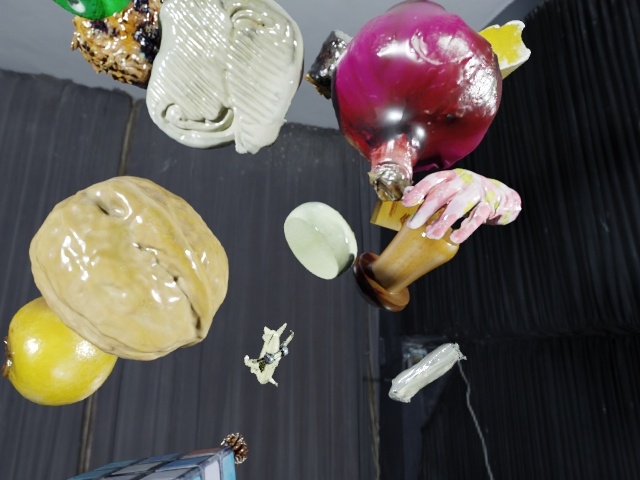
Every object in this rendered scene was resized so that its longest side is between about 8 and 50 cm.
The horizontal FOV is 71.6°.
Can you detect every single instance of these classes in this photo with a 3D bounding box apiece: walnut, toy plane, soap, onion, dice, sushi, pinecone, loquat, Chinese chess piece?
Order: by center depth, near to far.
[{"bbox_3d":[-0.244,0.038,0.605,0.257,0.256,0.224,-11,-159,34],"label":"walnut"},{"bbox_3d":[-0.436,-0.505,0.829,0.131,0.128,0.120,16,154,2],"label":"dice"},{"bbox_3d":[0.177,-0.273,0.995,0.399,0.420,0.398,25,158,11],"label":"onion"},{"bbox_3d":[-0.227,0.551,1.170,0.077,0.083,0.077,0,138,0],"label":"pinecone"},{"bbox_3d":[0.131,-0.467,1.308,0.349,0.234,0.207,4,128,-46],"label":"sushi"},{"bbox_3d":[-0.740,0.312,1.328,0.360,0.328,0.329,-8,172,-37],"label":"loquat"},{"bbox_3d":[0.000,0.000,1.370,0.101,0.250,0.250,-37,-177,-28],"label":"Chinese chess piece"},{"bbox_3d":[0.504,-0.594,1.534,0.294,0.155,0.335,-15,-179,-3],"label":"soap"},{"bbox_3d":[-0.184,0.420,1.594,0.104,0.255,0.242,20,-155,32],"label":"toy plane"}]

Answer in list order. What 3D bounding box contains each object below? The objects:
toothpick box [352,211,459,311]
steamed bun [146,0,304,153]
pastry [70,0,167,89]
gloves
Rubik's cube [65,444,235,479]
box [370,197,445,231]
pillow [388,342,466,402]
[{"bbox_3d":[0.221,0.061,1.201,0.192,0.192,0.294,13,131,-40],"label":"toothpick box"},{"bbox_3d":[-0.186,-0.358,0.970,0.310,0.323,0.219,12,-164,4],"label":"steamed bun"},{"bbox_3d":[-0.546,-0.620,1.325,0.293,0.337,0.405,19,163,40],"label":"pastry"},{"bbox_3d":[0.260,-0.077,0.837,0.242,0.145,0.126,6,134,-34],"label":"gloves"},{"bbox_3d":[-0.384,0.665,0.941,0.363,0.358,0.363,-9,162,9],"label":"Rubik's cube"},{"bbox_3d":[0.351,-0.111,1.711,0.274,0.174,0.076,16,-175,-11],"label":"box"},{"bbox_3d":[0.309,0.387,1.309,0.255,0.059,0.169,-40,139,7],"label":"pillow"}]
